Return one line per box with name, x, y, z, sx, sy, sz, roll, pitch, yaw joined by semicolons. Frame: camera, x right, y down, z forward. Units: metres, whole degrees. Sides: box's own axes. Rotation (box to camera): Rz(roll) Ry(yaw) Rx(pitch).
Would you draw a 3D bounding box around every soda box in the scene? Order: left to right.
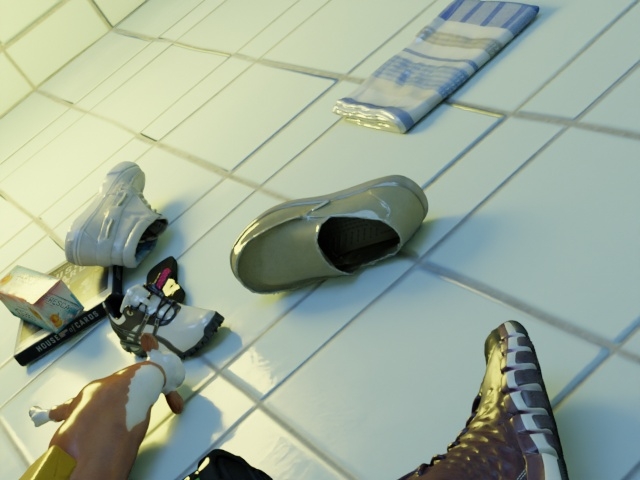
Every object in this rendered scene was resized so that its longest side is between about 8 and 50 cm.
soda box;-0.421;0.085;1.944;0.058;0.063;0.183;-45;27;-20

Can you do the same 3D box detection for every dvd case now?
dvd case;-0.382;0.083;2.011;0.179;0.029;0.238;-32;25;8

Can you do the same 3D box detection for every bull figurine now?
bull figurine;-0.266;0.238;1.508;0.188;0.101;0.310;-26;24;29

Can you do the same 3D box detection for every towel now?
towel;0.164;-0.262;1.919;0.285;0.034;0.209;-41;26;-12

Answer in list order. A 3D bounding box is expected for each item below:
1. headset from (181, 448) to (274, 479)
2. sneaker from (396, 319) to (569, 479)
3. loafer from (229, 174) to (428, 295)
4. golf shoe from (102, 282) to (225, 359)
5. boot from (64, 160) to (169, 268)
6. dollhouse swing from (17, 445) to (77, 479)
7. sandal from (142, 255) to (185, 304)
headset;-0.092;0.319;1.148;0.243;0.185;0.394;-50;13;-19
sneaker;0.116;0.173;1.082;0.162;0.106;0.281;-15;28;8
loafer;0.000;0.000;1.582;0.268;0.102;0.092;-24;21;23
golf shoe;-0.210;0.101;1.684;0.198;0.094;0.077;-8;35;43
boot;-0.292;-0.034;2.036;0.123;0.095;0.258;9;36;11
dollhouse swing;-0.246;0.385;1.038;0.347;0.315;0.305;-48;-9;8
sandal;-0.229;0.062;1.837;0.067;0.040;0.179;-33;25;5
